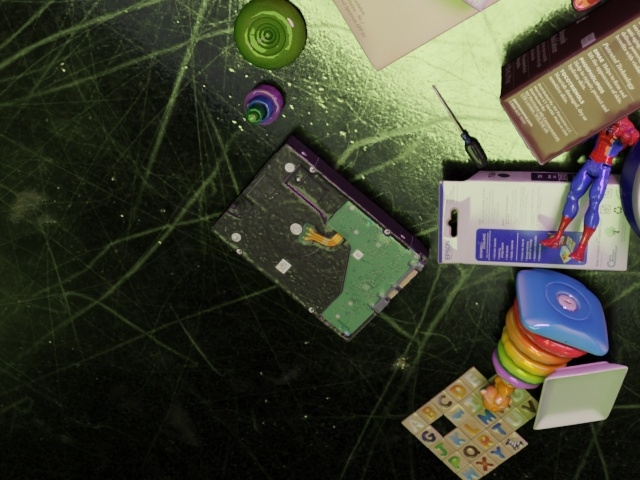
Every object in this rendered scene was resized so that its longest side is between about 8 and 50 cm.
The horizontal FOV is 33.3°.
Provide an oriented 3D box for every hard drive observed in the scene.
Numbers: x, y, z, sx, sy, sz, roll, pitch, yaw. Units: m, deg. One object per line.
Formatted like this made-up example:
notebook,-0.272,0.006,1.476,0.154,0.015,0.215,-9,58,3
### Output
hard drive,0.000,0.000,1.967,0.339,0.064,0.237,39,115,-7

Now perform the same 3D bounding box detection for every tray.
tray,0.465,0.279,1.943,0.145,0.030,0.270,-9,151,1

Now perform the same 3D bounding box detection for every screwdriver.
screwdriver,0.237,-0.196,1.860,0.025,0.024,0.170,-40,101,-6

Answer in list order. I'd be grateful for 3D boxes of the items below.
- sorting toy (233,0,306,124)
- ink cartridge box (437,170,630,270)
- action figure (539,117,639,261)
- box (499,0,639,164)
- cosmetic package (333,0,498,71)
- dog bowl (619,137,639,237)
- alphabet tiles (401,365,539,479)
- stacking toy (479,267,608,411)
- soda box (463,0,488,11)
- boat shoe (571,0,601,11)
sorting toy,-0.094,-0.359,1.790,0.127,0.126,0.365,9,114,6
ink cartridge box,0.374,-0.037,1.882,0.332,0.065,0.165,3,114,8
action figure,0.434,-0.111,1.741,0.091,0.139,0.280,28,100,35
box,0.474,-0.293,1.679,0.381,0.191,0.143,-30,106,20
cosmetic package,0.187,-0.423,1.718,0.309,0.113,0.160,-29,106,21
dog bowl,0.633,-0.086,1.754,0.265,0.104,0.265,-1,105,-3
alphabet tiles,0.311,0.357,2.100,0.198,0.009,0.237,43,114,-10
stacking toy,0.380,0.212,1.959,0.175,0.166,0.302,19,128,-9
soda box,0.266,-0.438,1.602,0.063,0.058,0.183,31,116,-4
boat shoe,0.457,-0.415,1.709,0.049,0.043,0.137,44,115,-12
